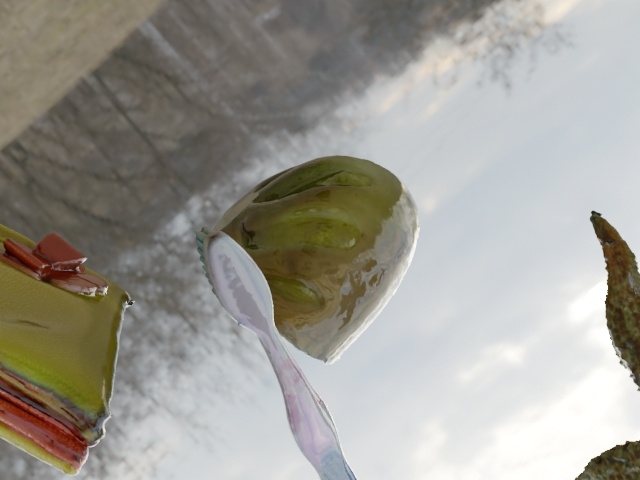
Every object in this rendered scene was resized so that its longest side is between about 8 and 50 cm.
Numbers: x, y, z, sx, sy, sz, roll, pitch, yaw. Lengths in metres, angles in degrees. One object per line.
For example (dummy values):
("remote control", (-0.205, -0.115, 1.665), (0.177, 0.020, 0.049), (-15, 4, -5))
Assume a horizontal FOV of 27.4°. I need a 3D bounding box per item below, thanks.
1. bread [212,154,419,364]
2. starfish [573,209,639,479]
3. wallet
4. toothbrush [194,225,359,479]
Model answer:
("bread", (0.005, -0.008, 1.188), (0.156, 0.158, 0.260), (-49, -169, 8))
("starfish", (0.318, 0.143, 0.919), (0.358, 0.347, 0.078), (13, -160, 26))
("wallet", (-0.179, 0.043, 0.761), (0.067, 0.141, 0.241), (-57, -168, 6))
("toothbrush", (0.005, 0.099, 0.587), (0.021, 0.269, 0.027), (-30, -148, -7))
